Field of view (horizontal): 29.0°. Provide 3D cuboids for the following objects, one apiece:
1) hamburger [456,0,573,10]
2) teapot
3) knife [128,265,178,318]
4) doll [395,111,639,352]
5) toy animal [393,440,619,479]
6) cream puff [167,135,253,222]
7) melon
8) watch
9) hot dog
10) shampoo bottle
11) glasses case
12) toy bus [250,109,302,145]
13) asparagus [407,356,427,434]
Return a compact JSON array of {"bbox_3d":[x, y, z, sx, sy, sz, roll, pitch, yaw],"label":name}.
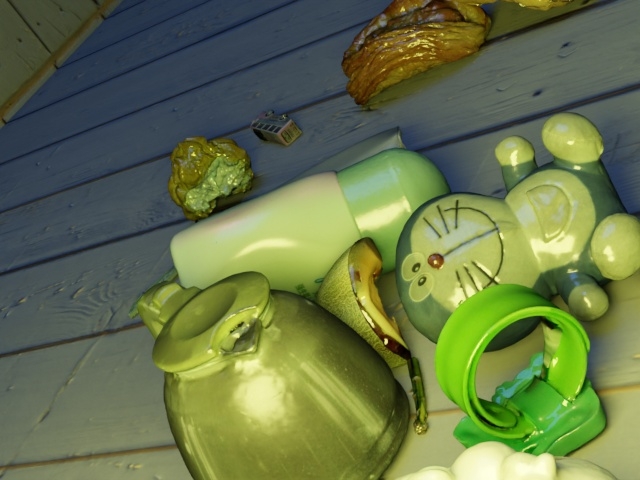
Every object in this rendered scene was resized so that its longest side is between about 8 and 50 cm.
[{"bbox_3d":[0.333,-0.474,1.968,0.283,0.145,0.259,10,40,28],"label":"hamburger"},{"bbox_3d":[-0.064,0.135,1.329,0.239,0.239,0.321,-31,24,7],"label":"teapot"},{"bbox_3d":[-0.229,0.047,1.968,0.210,0.015,0.028,-43,31,-15],"label":"knife"},{"bbox_3d":[0.200,0.007,1.303,0.258,0.154,0.228,-22,63,3],"label":"doll"},{"bbox_3d":[0.106,0.277,0.945,0.289,0.174,0.249,-12,42,22],"label":"toy animal"},{"bbox_3d":[-0.191,-0.117,2.072,0.156,0.156,0.121,-38,42,-6],"label":"cream puff"},{"bbox_3d":[0.032,0.082,1.421,0.128,0.079,0.160,-39,58,36],"label":"melon"},{"bbox_3d":[0.172,0.132,1.138,0.165,0.152,0.131,-36,27,-4],"label":"watch"},{"bbox_3d":[0.147,-0.331,2.042,0.259,0.114,0.175,-24,26,25],"label":"hot dog"},{"bbox_3d":[0.000,0.000,1.556,0.349,0.222,0.151,-24,63,5],"label":"shampoo bottle"},{"bbox_3d":[0.004,-0.061,1.784,0.308,0.083,0.128,-27,20,18],"label":"glasses case"},{"bbox_3d":[-0.079,-0.198,2.192,0.052,0.037,0.130,-46,27,-11],"label":"toy bus"},{"bbox_3d":[0.104,0.165,1.325,0.018,0.015,0.127,-38,22,18],"label":"asparagus"}]
